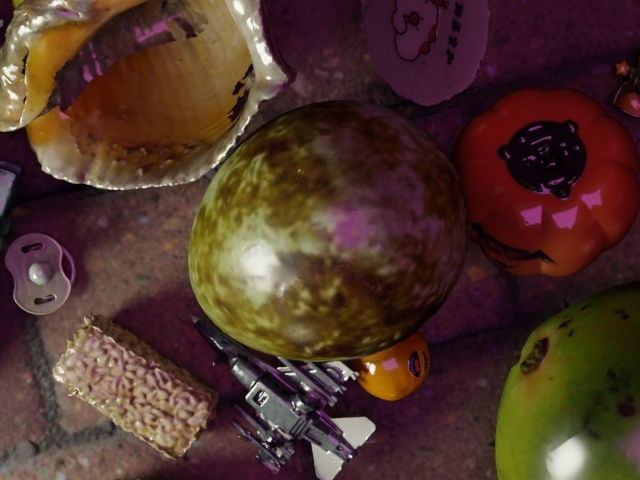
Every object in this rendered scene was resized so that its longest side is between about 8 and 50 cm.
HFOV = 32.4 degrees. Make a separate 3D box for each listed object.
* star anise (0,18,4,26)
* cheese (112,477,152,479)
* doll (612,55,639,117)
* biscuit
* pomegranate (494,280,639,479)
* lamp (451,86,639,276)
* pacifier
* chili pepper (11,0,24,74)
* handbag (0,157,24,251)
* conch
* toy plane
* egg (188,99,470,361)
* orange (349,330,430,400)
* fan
[{"bbox_3d":[-0.405,-0.212,1.054,0.181,0.061,0.204,19,83,-27],"label":"star anise"},{"bbox_3d":[-0.170,0.352,1.097,0.214,0.117,0.225,2,88,-10],"label":"cheese"},{"bbox_3d":[0.363,-0.152,1.146,0.113,0.077,0.078,34,99,28],"label":"doll"},{"bbox_3d":[-0.185,0.147,1.107,0.168,0.070,0.082,34,97,-6],"label":"biscuit"},{"bbox_3d":[0.348,0.214,1.064,0.359,0.216,0.309,37,94,1],"label":"pomegranate"},{"bbox_3d":[0.220,-0.054,1.084,0.188,0.164,0.187,-4,72,12],"label":"lamp"},{"bbox_3d":[-0.276,0.032,1.100,0.068,0.064,0.083,-14,94,-21],"label":"pacifier"},{"bbox_3d":[-0.297,-0.242,1.101,0.049,0.043,0.208,1,87,24],"label":"chili pepper"},{"bbox_3d":[-0.455,0.007,1.068,0.274,0.100,0.268,21,90,-4],"label":"handbag"},{"bbox_3d":[-0.149,-0.208,1.037,0.297,0.210,0.352,49,128,8],"label":"conch"},{"bbox_3d":[-0.045,0.159,1.114,0.234,0.082,0.160,34,116,-4],"label":"toy plane"},{"bbox_3d":[0.000,0.000,1.026,0.289,0.238,0.238,-33,95,29],"label":"egg"},{"bbox_3d":[0.071,0.121,1.119,0.084,0.083,0.083,0,92,-4],"label":"orange"},{"bbox_3d":[0.056,-0.243,1.043,0.329,0.009,0.190,15,85,-42],"label":"fan"}]
